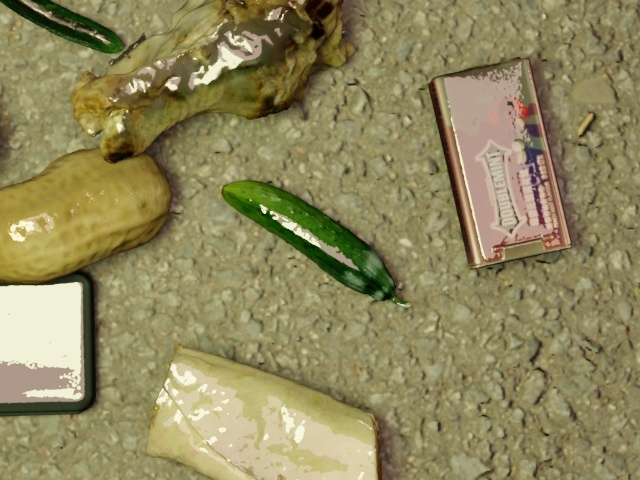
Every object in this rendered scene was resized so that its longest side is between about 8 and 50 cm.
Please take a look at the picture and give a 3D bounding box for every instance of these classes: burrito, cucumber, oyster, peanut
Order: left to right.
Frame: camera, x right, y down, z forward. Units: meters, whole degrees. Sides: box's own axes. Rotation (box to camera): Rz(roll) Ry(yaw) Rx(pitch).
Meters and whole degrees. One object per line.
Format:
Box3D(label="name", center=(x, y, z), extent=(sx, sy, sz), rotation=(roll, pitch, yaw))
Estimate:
Box3D(label="cucumber", center=(-0.306, -0.255, 1.514), extent=(0.184, 0.033, 0.036), rotation=(27, 102, 0))
Box3D(label="peanut", center=(-0.285, -0.023, 1.450), extent=(0.253, 0.137, 0.122), rotation=(-26, 118, -23))
Box3D(label="oyster", center=(-0.117, -0.211, 1.450), extent=(0.337, 0.133, 0.197), rotation=(-27, 99, -10))
Box3D(label="burrito", center=(-0.043, 0.224, 1.472), extent=(0.299, 0.105, 0.143), rotation=(24, 83, -2))
Box3D(label="cucumber", center=(0.000, 0.000, 1.512), extent=(0.250, 0.056, 0.056), rotation=(34, 86, 0))

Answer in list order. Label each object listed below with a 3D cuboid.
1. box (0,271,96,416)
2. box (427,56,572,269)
Box3D(label="box", center=(-0.365, 0.116, 1.485), extent=(0.230, 0.050, 0.160), rotation=(-1, 88, -3))
Box3D(label="box", center=(0.202, -0.086, 1.519), extent=(0.120, 0.069, 0.224), rotation=(-14, 88, -3))
